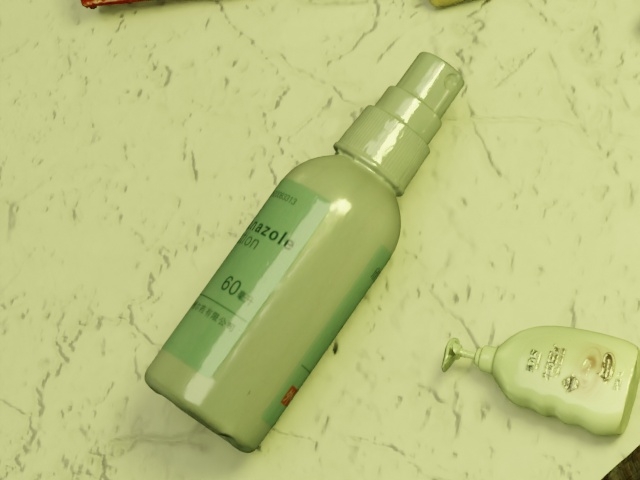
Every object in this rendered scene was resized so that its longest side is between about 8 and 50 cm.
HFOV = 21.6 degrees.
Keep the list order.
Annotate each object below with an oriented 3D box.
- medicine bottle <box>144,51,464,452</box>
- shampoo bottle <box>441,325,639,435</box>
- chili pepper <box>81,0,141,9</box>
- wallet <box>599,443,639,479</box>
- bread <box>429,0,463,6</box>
[{"bbox_3d":[0.000,0.000,1.359,0.110,0.110,0.352,31,81,25],"label":"medicine bottle"},{"bbox_3d":[0.169,0.099,1.305,0.152,0.045,0.077,13,74,22],"label":"shampoo bottle"},{"bbox_3d":[-0.132,-0.246,1.525,0.168,0.065,0.088,5,78,14],"label":"chili pepper"},{"bbox_3d":[0.282,0.244,1.185,0.042,0.124,0.230,-5,57,-34],"label":"wallet"},{"bbox_3d":[0.119,-0.245,1.459,0.070,0.035,0.083,-10,70,15],"label":"bread"}]
